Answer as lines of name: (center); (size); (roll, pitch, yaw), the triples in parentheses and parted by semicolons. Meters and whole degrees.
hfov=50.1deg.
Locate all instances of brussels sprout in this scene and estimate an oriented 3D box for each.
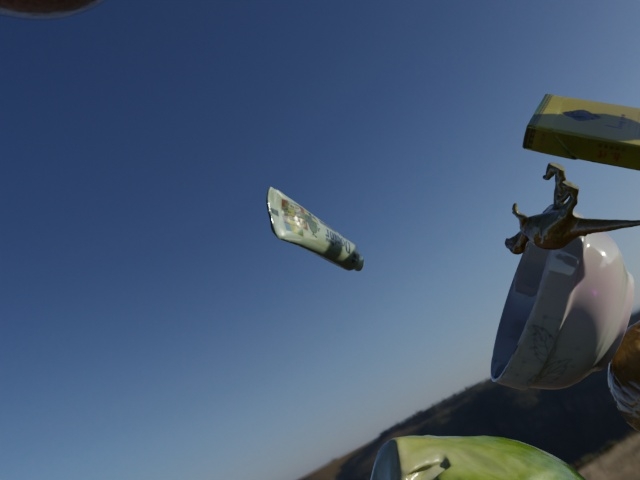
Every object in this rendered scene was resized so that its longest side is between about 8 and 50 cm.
brussels sprout: (0.164, 0.300, 0.688); (0.210, 0.271, 0.219); (-64, 18, -10)

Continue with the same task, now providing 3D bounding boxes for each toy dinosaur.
toy dinosaur: (0.264, -0.007, 0.746); (0.039, 0.162, 0.126); (-9, -54, -26)

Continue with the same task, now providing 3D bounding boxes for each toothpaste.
toothpaste: (0.000, 0.000, 0.908); (0.037, 0.067, 0.255); (-18, -25, 23)

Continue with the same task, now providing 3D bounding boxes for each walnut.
walnut: (0.503, 0.200, 0.984); (0.167, 0.167, 0.207); (-39, 7, 24)

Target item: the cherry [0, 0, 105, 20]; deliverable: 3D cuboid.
cherry: (-0.306, -0.354, 0.686); (0.261, 0.307, 0.221); (14, -39, -16)

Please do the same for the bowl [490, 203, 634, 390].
bowl: (0.371, 0.099, 1.036); (0.287, 0.144, 0.287); (17, -90, -81)

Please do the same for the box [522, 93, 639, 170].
box: (0.423, -0.137, 0.907); (0.153, 0.279, 0.041); (-48, -35, -51)
